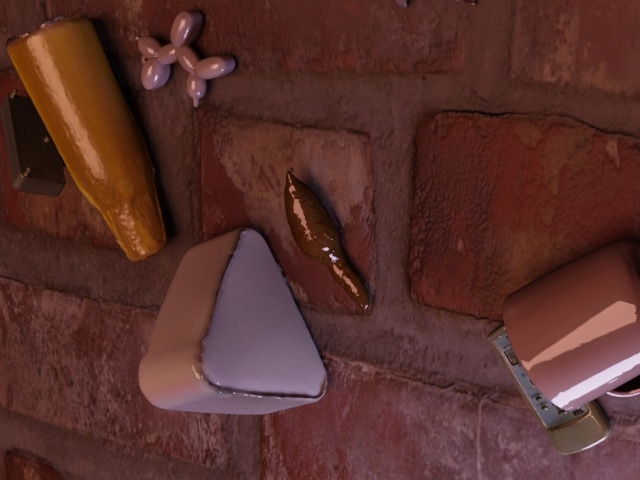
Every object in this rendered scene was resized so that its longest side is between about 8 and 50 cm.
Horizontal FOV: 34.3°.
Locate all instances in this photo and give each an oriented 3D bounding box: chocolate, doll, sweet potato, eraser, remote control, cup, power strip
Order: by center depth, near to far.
[{"bbox_3d":[0.419,0.132,1.488,0.200,0.191,0.253,-34,119,29],"label":"cup"},{"bbox_3d":[0.359,0.224,1.622,0.098,0.038,0.233,-31,90,32],"label":"remote control"},{"bbox_3d":[0.000,0.002,1.716,0.075,0.075,0.269,-23,104,32],"label":"sweet potato"},{"bbox_3d":[-0.162,0.173,1.721,0.150,0.331,0.331,-20,97,32],"label":"eraser"},{"bbox_3d":[-0.239,-0.304,1.741,0.160,0.059,0.161,-39,88,31],"label":"doll"},{"bbox_3d":[-0.394,-0.174,1.827,0.162,0.162,0.445,-16,104,31],"label":"chocolate"},{"bbox_3d":[-0.492,-0.171,1.872,0.061,0.145,0.215,-47,48,33],"label":"power strip"}]

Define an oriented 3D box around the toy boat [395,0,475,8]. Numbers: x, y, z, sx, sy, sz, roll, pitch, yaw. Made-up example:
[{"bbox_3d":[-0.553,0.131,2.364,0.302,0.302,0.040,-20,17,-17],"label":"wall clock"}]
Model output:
[{"bbox_3d":[0.174,-0.380,1.518,0.122,0.034,0.096,13,113,14],"label":"toy boat"}]
